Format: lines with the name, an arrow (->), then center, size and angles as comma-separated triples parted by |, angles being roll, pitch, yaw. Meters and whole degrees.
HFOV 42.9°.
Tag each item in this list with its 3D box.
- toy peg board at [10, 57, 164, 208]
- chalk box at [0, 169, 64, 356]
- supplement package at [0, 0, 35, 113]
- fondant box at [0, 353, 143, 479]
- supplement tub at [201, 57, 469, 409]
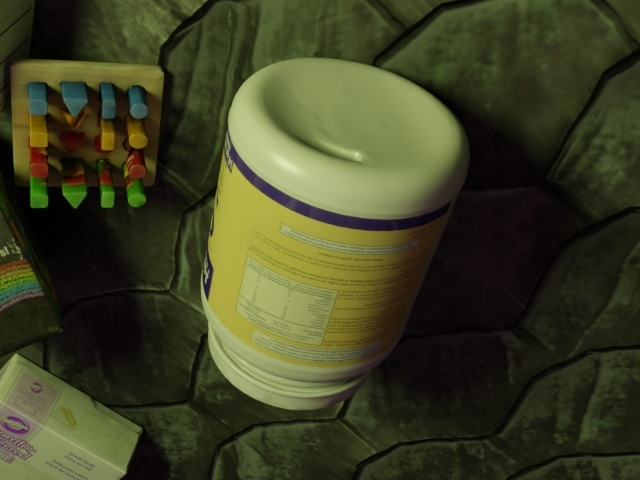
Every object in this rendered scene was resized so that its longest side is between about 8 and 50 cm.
toy peg board -> -0.256, -0.108, 0.905 | 0.161, 0.079, 0.161 | -2, 132, -20
chalk box -> -0.446, -0.012, 0.949 | 0.180, 0.179, 0.289 | -23, 126, -15
supplement package -> -0.368, -0.229, 0.848 | 0.105, 0.105, 0.179 | 20, 128, -5
fondant box -> -0.483, 0.354, 1.335 | 0.238, 0.096, 0.330 | 36, 124, -18
supplement tub -> 0.000, 0.000, 0.880 | 0.241, 0.241, 0.331 | 15, 128, -2
